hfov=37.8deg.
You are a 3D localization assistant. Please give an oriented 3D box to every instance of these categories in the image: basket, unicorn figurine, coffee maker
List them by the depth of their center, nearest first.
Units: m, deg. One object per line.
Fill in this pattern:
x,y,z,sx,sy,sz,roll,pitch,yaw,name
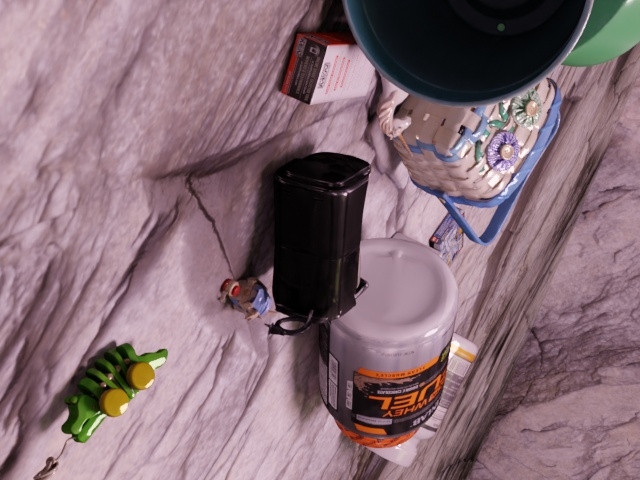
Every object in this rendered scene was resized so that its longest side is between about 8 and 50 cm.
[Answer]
0.000,0.000,1.129,0.171,0.120,0.178,-77,170,-62,coffee maker
0.107,-0.213,1.260,0.111,0.060,0.162,-53,140,-22,unicorn figurine
0.247,-0.150,1.409,0.289,0.201,0.255,36,81,-51,basket

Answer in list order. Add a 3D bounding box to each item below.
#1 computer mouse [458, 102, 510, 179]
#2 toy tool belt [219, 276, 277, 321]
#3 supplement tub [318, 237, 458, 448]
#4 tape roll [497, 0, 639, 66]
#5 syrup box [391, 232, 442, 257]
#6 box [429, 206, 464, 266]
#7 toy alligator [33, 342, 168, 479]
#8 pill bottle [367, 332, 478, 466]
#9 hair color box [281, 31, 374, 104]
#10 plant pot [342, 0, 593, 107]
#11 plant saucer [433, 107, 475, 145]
0.304,-0.181,1.619,0.262,0.060,0.184,-43,150,-40,computer mouse
-0.084,0.073,1.153,0.052,0.051,0.083,-61,158,-6,toy tool belt
0.099,0.173,1.468,0.207,0.207,0.338,-48,154,-33,supplement tub
0.335,-0.391,1.212,0.077,0.321,0.321,3,117,-29,tape roll
0.138,0.112,1.633,0.093,0.096,0.237,-45,151,-38,syrup box
0.251,0.006,1.855,0.094,0.027,0.137,-52,156,-23,box
-0.229,0.159,0.938,0.190,0.056,0.051,-46,111,-34,toy alligator
0.184,0.296,1.860,0.279,0.162,0.162,-62,158,-1,pill bottle
0.015,-0.200,1.074,0.141,0.043,0.072,-23,135,-60,hair color box
0.194,-0.310,1.077,0.255,0.271,0.272,-39,149,-61,plant pot
0.239,-0.183,1.604,0.198,0.036,0.199,-47,154,-32,plant saucer
